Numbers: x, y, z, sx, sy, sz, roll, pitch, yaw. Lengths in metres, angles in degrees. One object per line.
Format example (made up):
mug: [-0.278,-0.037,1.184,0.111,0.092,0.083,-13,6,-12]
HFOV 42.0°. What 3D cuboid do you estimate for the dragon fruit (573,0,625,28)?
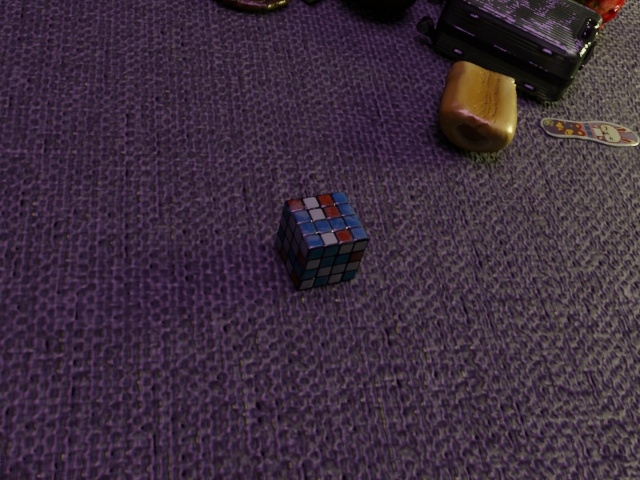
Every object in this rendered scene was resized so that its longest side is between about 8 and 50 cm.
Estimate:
dragon fruit: [0.517,-0.530,1.640,0.210,0.268,0.205,-12,59,8]

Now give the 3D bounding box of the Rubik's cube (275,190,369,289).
Rubik's cube: [0.000,0.000,1.153,0.092,0.092,0.092,-9,53,-23]

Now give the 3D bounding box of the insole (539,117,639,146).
insole: [0.488,-0.198,1.512,0.197,0.004,0.065,6,49,-11]

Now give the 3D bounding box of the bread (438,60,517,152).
bread: [0.265,-0.221,1.418,0.134,0.085,0.173,21,47,-1]

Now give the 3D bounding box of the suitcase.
suitcase: [0.358,-0.400,1.567,0.312,0.128,0.202,28,49,10]

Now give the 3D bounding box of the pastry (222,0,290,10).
pastry: [-0.132,-0.518,1.555,0.189,0.103,0.188,7,50,-9]

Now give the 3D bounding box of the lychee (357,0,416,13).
lychee: [0.119,-0.514,1.590,0.171,0.171,0.171,8,49,-9]

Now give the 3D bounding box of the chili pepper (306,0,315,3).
chili pepper: [0.015,-0.527,1.644,0.052,0.050,0.201,47,42,-23]
